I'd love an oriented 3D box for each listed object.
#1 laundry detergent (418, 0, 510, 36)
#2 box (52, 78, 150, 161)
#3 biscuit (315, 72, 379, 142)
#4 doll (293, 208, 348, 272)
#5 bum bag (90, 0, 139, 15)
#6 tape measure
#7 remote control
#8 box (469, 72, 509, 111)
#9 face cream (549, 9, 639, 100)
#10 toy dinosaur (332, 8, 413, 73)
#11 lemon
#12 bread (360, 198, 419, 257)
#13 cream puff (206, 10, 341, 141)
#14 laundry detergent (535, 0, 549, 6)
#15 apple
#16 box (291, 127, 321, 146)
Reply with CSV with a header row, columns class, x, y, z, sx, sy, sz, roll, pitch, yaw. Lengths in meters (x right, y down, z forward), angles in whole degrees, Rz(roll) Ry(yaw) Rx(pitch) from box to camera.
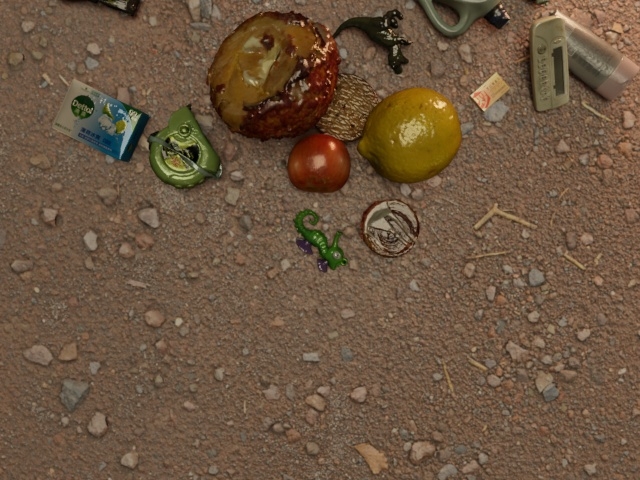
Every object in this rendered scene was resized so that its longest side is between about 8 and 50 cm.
class,x,y,z,sx,sy,sz,roll,pitch,yaw
laundry detergent,0.362,-0.640,1.375,0.215,0.105,0.280,-41,97,15
box,-0.566,-0.307,1.398,0.194,0.073,0.139,26,93,-2
biscuit,0.061,-0.348,1.417,0.187,0.027,0.188,0,83,-3
doll,0.000,0.000,1.439,0.190,0.050,0.115,45,96,-1
bum bag,-0.580,-0.648,1.384,0.232,0.060,0.107,13,84,-3
tape measure,-0.354,-0.222,1.393,0.175,0.106,0.200,-34,95,-13
remote control,0.584,-0.452,1.386,0.090,0.049,0.230,-17,118,1
box,0.450,-0.395,1.437,0.093,0.015,0.058,-42,92,2
face cream,0.689,-0.482,1.405,0.269,0.073,0.107,35,109,-2
toy dinosaur,0.139,-0.505,1.390,0.179,0.087,0.187,-32,92,0
lemon,0.218,-0.254,1.338,0.253,0.228,0.228,-29,94,5
bread,0.182,-0.035,1.427,0.160,0.073,0.161,0,97,1
cream puff,-0.102,-0.390,1.314,0.350,0.228,0.351,-9,69,24
laundry detergent,0.549,-0.705,1.397,0.096,0.061,0.206,-19,95,-8
apple,-0.003,-0.195,1.374,0.163,0.163,0.139,4,86,-1
box,-0.018,-0.271,1.433,0.115,0.025,0.048,-22,95,0
